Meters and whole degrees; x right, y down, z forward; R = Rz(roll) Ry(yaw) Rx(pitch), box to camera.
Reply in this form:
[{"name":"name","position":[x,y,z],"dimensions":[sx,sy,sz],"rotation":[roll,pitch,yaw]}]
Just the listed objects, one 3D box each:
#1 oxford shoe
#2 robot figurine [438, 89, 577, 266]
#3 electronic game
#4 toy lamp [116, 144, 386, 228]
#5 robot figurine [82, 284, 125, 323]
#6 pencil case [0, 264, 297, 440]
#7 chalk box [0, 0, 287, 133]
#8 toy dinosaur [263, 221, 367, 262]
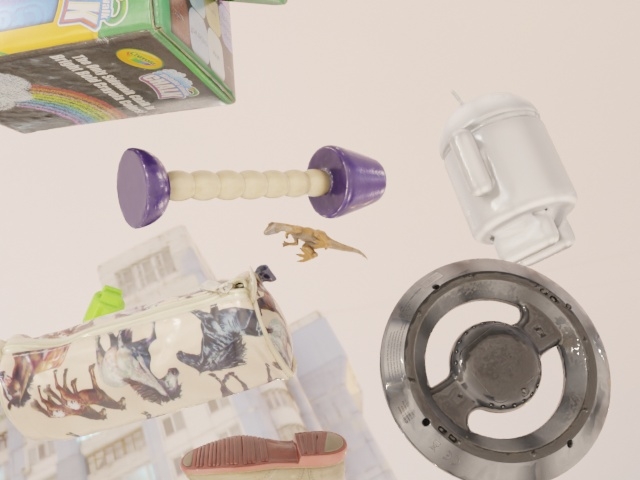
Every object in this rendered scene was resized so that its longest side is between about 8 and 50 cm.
[{"name":"oxford shoe","position":[-0.116,0.488,1.423],"dimensions":[0.348,0.123,0.130],"rotation":[-1,-73,-2]},{"name":"robot figurine","position":[0.346,-0.130,1.281],"dimensions":[0.200,0.353,0.300],"rotation":[-30,-24,32]},{"name":"electronic game","position":[0.173,0.125,0.675],"dimensions":[0.229,0.229,0.048],"rotation":[-20,-21,-12]},{"name":"toy lamp","position":[-0.051,-0.054,0.663],"dimensions":[0.275,0.080,0.080],"rotation":[-7,-50,-37]},{"name":"robot figurine","position":[-0.436,0.147,1.369],"dimensions":[0.067,0.101,0.115],"rotation":[21,-71,-25]},{"name":"pencil case","position":[-0.248,0.159,0.960],"dimensions":[0.410,0.160,0.183],"rotation":[-16,-64,4]},{"name":"chalk box","position":[-0.178,-0.214,0.578],"dimensions":[0.289,0.179,0.180],"rotation":[-7,-7,9]},{"name":"toy dinosaur","position":[0.000,0.000,1.272],"dimensions":[0.211,0.112,0.064],"rotation":[19,-68,-4]}]
